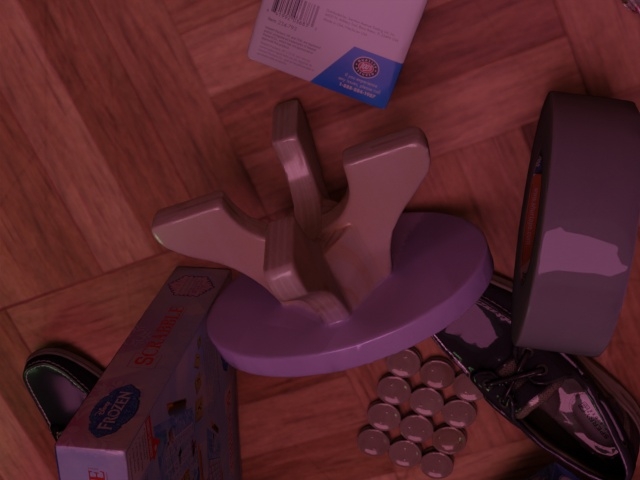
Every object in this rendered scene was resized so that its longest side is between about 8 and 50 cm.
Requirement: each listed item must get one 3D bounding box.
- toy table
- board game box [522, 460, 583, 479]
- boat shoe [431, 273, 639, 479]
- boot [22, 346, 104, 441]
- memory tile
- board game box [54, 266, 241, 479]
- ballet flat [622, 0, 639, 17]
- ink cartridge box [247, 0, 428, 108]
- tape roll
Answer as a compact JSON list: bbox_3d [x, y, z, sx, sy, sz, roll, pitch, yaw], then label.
[{"bbox_3d":[0.000,0.000,0.947,0.274,0.252,0.160,-24,126,4],"label":"toy table"},{"bbox_3d":[0.232,0.340,1.118,0.165,0.042,0.243,36,135,-7],"label":"board game box"},{"bbox_3d":[0.210,0.136,1.034,0.285,0.092,0.103,41,114,-11],"label":"boat shoe"},{"bbox_3d":[-0.259,0.245,1.132,0.085,0.178,0.236,-27,108,22],"label":"boot"},{"bbox_3d":[0.108,0.185,1.124,0.113,0.012,0.148,19,117,2],"label":"memory tile"},{"bbox_3d":[-0.151,0.236,1.030,0.066,0.318,0.318,5,116,10],"label":"board game box"},{"bbox_3d":[0.318,-0.185,0.867,0.241,0.077,0.091,42,117,-9],"label":"ballet flat"},{"bbox_3d":[0.037,-0.246,0.893,0.134,0.078,0.231,21,118,0],"label":"ink cartridge box"},{"bbox_3d":[0.213,-0.013,0.891,0.072,0.219,0.219,9,117,6],"label":"tape roll"}]
